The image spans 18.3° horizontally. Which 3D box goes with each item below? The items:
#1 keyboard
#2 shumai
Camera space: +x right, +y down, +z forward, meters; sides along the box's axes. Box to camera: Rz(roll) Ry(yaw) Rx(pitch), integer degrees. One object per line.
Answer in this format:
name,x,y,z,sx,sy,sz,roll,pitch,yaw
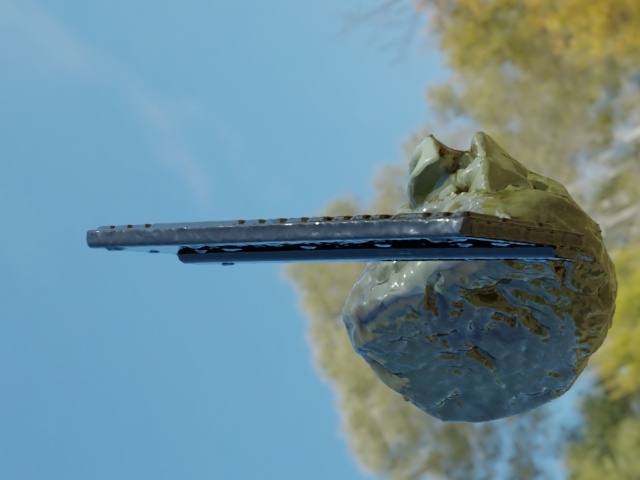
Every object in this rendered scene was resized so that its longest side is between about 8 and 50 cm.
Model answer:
keyboard,0.000,0.000,1.096,0.101,0.310,0.018,9,-97,-42
shumai,0.149,0.020,1.768,0.189,0.256,0.218,41,-144,-32
